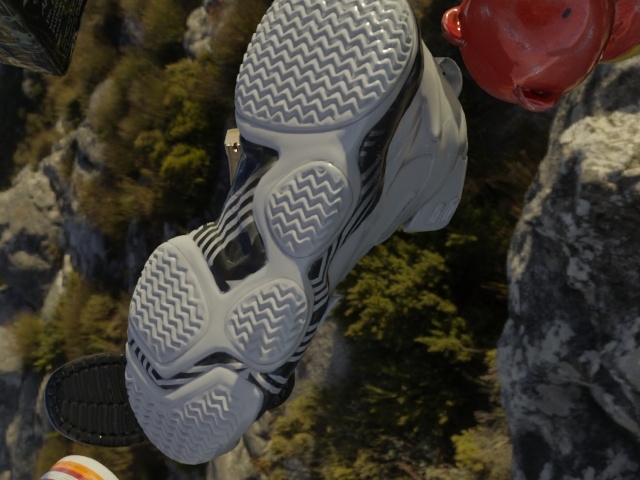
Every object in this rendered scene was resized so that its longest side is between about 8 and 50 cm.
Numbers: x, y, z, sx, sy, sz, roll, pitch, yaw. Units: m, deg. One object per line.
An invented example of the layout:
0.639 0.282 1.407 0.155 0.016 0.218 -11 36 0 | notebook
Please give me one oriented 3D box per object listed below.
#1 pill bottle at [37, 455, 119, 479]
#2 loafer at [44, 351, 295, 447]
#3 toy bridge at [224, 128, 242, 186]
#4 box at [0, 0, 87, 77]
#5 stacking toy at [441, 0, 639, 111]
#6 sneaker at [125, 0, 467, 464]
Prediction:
-0.221 0.245 0.520 0.086 0.152 0.086 12 119 22 | pill bottle
-0.131 0.135 0.611 0.078 0.220 0.080 93 172 -84 | loafer
-0.080 -0.027 0.755 0.063 0.026 0.188 -88 -5 -51 | toy bridge
-0.429 -0.365 0.485 0.472 0.480 0.297 166 116 -79 | box
0.082 -0.244 0.413 0.309 0.130 0.279 42 159 24 | stacking toy
0.000 0.000 0.525 0.137 0.210 0.365 31 104 29 | sneaker
